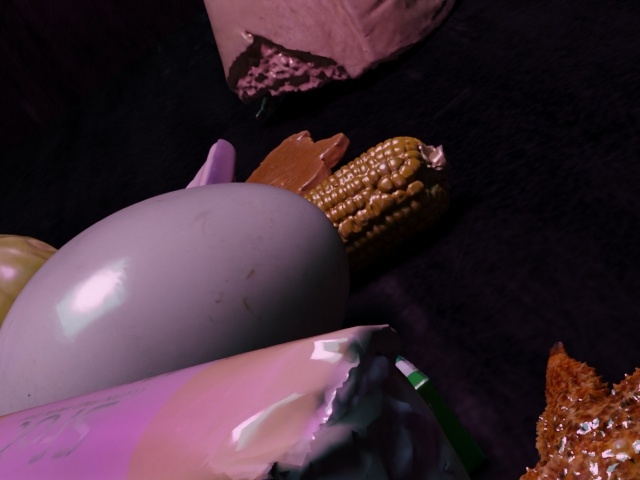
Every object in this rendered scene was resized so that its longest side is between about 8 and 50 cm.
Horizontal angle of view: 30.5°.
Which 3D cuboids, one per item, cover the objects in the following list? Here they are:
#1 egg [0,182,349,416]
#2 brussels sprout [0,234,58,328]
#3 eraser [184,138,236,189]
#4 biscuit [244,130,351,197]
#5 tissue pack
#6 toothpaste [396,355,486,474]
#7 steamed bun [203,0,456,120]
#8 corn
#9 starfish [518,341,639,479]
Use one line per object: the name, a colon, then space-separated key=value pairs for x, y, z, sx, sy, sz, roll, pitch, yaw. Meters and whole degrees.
egg: x=-0.090 y=0.062 z=0.757 sx=0.264 sy=0.183 sz=0.183 roll=-40 pitch=19 yaw=-29
brussels sprout: x=-0.266 y=0.104 z=0.931 sx=0.244 sy=0.244 sz=0.244 roll=-32 pitch=20 yaw=13
eraser: x=-0.139 y=0.045 z=1.046 sx=0.204 sy=0.059 sz=0.243 roll=-44 pitch=28 yaw=25
biscuit: x=-0.046 y=-0.038 z=1.137 sx=0.162 sy=0.035 sz=0.250 roll=-31 pitch=18 yaw=29
tissue pack: x=-0.038 y=0.152 z=0.431 sx=0.257 sy=0.215 sz=0.123 roll=-19 pitch=16 yaw=40
toothpaste: x=-0.039 y=0.168 z=0.601 sx=0.267 sy=0.065 sz=0.050 roll=-39 pitch=19 yaw=-8
steamed bun: x=0.020 y=-0.316 z=1.409 sx=0.272 sy=0.273 sz=0.290 roll=-6 pitch=36 yaw=27
corn: x=0.000 y=0.000 z=0.908 sx=0.238 sy=0.080 sz=0.080 roll=-34 pitch=19 yaw=15
starfish: x=0.137 y=0.091 z=0.522 sx=0.241 sy=0.043 sz=0.227 roll=-23 pitch=24 yaw=27
